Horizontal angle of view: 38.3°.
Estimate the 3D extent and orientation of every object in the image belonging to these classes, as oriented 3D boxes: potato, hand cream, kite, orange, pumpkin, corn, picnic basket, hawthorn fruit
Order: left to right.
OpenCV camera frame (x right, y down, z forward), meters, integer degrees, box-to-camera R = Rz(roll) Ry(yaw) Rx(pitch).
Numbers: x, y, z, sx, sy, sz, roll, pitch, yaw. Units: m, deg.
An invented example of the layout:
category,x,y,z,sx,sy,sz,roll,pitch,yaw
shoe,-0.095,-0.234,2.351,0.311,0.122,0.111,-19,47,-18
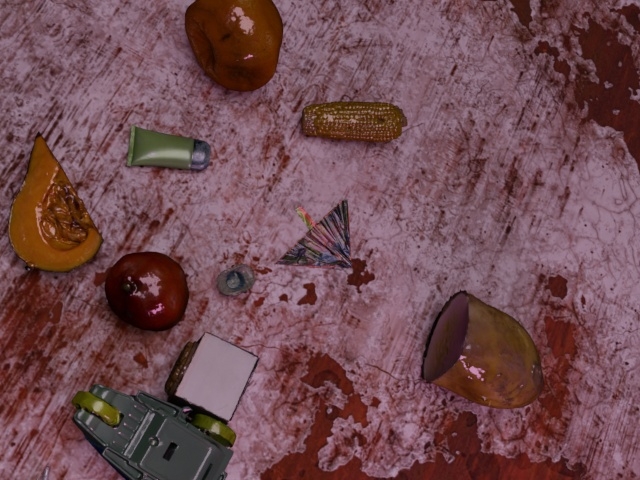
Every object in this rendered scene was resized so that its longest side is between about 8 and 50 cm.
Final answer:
category,x,y,z,sx,sy,sz,roll,pitch,yaw
pumpkin,-0.556,-0.055,1.851,0.163,0.111,0.279,-30,87,-9
hawthorn fruit,-0.342,0.098,1.820,0.169,0.188,0.169,0,80,2
hand cream,-0.326,-0.194,1.994,0.174,0.046,0.095,6,73,-10
picnic basket,-0.175,0.085,1.940,0.083,0.083,0.065,-20,87,-20
orange,-0.172,-0.444,2.019,0.183,0.249,0.249,-33,86,-18
kite,0.000,0.000,2.063,0.241,0.014,0.183,-38,88,-23
corn,0.082,-0.276,2.131,0.261,0.097,0.097,-2,75,-18
potato,0.377,0.260,2.017,0.266,0.229,0.229,21,68,-17

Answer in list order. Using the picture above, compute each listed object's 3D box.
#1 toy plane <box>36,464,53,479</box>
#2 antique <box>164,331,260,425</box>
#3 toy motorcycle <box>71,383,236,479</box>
category,x,y,z,sx,sy,sz,roll,pitch,yaw
toy plane,-0.522,0.466,1.735,0.077,0.024,0.085,11,64,-15
antique,-0.222,0.277,1.828,0.147,0.152,0.147,29,66,-7
toy motorcycle,-0.339,0.379,1.744,0.326,0.200,0.191,37,65,-17
